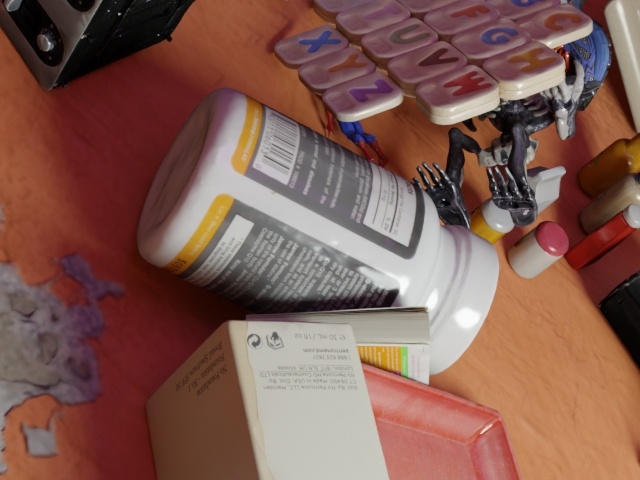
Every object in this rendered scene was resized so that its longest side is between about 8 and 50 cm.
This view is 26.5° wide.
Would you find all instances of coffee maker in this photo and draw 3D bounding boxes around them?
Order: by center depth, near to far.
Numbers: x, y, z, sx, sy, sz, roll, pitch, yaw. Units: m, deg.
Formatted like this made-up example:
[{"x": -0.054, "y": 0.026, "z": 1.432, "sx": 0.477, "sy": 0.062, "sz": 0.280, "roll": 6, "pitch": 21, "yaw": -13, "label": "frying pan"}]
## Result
[{"x": 0.359, "y": 0.110, "z": 1.341, "sx": 0.171, "sy": 0.120, "sz": 0.178, "roll": -19, "pitch": 72, "yaw": -40, "label": "coffee maker"}]

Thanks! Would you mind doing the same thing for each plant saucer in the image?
[{"x": 0.105, "y": 0.243, "z": 1.074, "sx": 0.258, "sy": 0.048, "sz": 0.259, "roll": 25, "pitch": 44, "yaw": -53, "label": "plant saucer"}]

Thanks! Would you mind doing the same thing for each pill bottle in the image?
[{"x": 0.000, "y": 0.000, "z": 1.143, "sx": 0.278, "sy": 0.162, "sz": 0.162, "roll": 27, "pitch": 49, "yaw": -18, "label": "pill bottle"}]

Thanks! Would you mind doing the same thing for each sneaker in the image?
[{"x": 0.266, "y": -0.240, "z": 1.550, "sx": 0.087, "sy": 0.083, "sz": 0.221, "roll": -1, "pitch": 58, "yaw": -16, "label": "sneaker"}]

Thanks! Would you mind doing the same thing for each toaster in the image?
[{"x": -0.174, "y": -0.237, "z": 1.176, "sx": 0.110, "sy": 0.168, "sz": 0.186, "roll": 51, "pitch": 47, "yaw": 6, "label": "toaster"}]

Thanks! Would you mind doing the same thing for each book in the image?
[{"x": 0.015, "y": 0.092, "z": 1.092, "sx": 0.144, "sy": 0.096, "sz": 0.035, "roll": -2, "pitch": 58, "yaw": 2, "label": "book"}]

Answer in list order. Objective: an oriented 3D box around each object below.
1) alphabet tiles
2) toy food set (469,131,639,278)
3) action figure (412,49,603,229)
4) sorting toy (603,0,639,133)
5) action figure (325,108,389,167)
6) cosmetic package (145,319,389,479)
[{"x": 0.107, "y": -0.201, "z": 1.319, "sx": 0.278, "sy": 0.021, "sz": 0.284, "roll": -21, "pitch": 38, "yaw": -15, "label": "alphabet tiles"}, {"x": 0.265, "y": -0.040, "z": 1.385, "sx": 0.232, "sy": 0.104, "sz": 0.111, "roll": -15, "pitch": 71, "yaw": -40, "label": "toy food set"}, {"x": 0.186, "y": -0.134, "z": 1.343, "sx": 0.275, "sy": 0.164, "sz": 0.141, "roll": -67, "pitch": 150, "yaw": -45, "label": "action figure"}, {"x": 0.417, "y": -0.236, "z": 1.575, "sx": 0.196, "sy": 0.047, "sz": 0.347, "roll": -31, "pitch": 116, "yaw": -20, "label": "sorting toy"}, {"x": 0.025, "y": -0.117, "z": 1.328, "sx": 0.038, "sy": 0.030, "sz": 0.115, "roll": -6, "pitch": 60, "yaw": -43, "label": "action figure"}, {"x": -0.026, "y": 0.228, "z": 0.976, "sx": 0.113, "sy": 0.160, "sz": 0.309, "roll": 5, "pitch": 58, "yaw": -31, "label": "cosmetic package"}]
